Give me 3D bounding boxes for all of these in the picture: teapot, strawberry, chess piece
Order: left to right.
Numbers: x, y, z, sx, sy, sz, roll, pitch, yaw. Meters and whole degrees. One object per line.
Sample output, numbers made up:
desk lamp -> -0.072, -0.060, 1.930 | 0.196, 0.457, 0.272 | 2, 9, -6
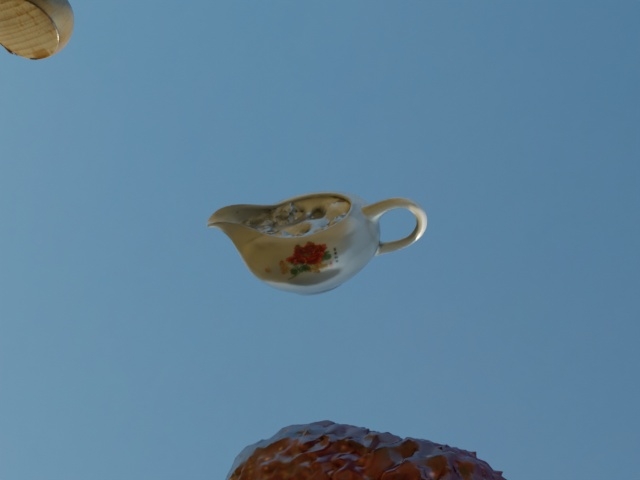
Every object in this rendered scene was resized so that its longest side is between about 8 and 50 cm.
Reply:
chess piece -> -0.274, -0.210, 1.657 | 0.083, 0.083, 0.038 | -42, -162, 43
teapot -> 0.000, 0.000, 1.812 | 0.145, 0.226, 0.092 | -85, 163, -60
strawberry -> 0.040, 0.329, 1.758 | 0.343, 0.292, 0.292 | 8, -85, 16
